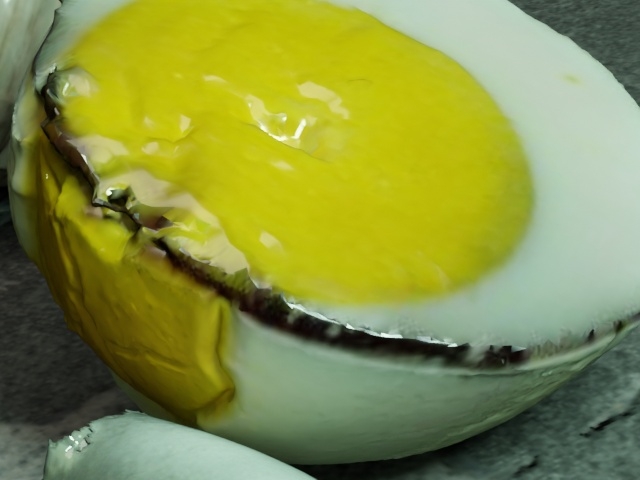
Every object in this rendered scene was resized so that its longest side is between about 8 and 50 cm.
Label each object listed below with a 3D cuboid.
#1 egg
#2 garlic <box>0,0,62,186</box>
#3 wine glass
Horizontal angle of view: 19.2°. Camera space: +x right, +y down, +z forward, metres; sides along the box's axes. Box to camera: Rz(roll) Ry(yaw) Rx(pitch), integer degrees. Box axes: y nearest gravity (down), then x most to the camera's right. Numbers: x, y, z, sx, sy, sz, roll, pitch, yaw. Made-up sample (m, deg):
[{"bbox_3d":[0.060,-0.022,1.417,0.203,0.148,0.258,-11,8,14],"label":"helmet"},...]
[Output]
[{"bbox_3d":[0.000,0.000,0.973,0.337,0.201,0.337,10,44,-9],"label":"egg"},{"bbox_3d":[-0.219,-0.167,1.308,0.317,0.259,0.317,28,14,-7],"label":"garlic"},{"bbox_3d":[-0.032,0.147,0.795,0.111,0.111,0.204,-28,37,-35],"label":"wine glass"}]
